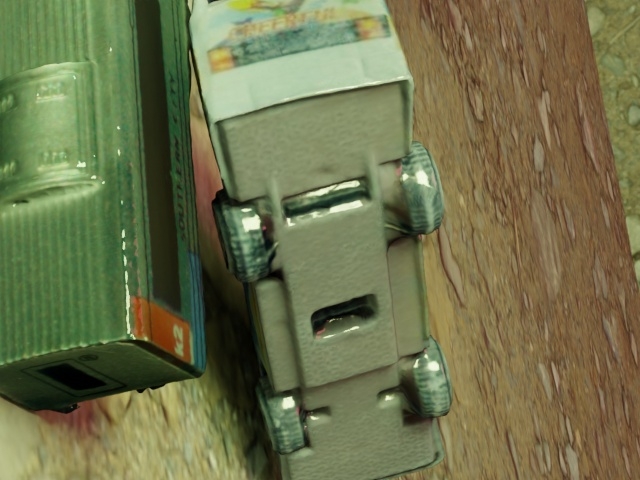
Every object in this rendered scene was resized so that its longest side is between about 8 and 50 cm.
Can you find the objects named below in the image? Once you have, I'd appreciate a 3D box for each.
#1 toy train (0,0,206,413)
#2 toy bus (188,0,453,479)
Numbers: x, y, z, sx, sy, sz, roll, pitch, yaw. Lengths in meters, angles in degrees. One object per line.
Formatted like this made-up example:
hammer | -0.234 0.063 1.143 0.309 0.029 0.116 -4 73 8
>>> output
toy train | -0.114 -0.131 0.894 0.089 0.086 0.410 37 44 -62
toy bus | 0.000 0.000 1.036 0.330 0.109 0.136 82 -8 -51
